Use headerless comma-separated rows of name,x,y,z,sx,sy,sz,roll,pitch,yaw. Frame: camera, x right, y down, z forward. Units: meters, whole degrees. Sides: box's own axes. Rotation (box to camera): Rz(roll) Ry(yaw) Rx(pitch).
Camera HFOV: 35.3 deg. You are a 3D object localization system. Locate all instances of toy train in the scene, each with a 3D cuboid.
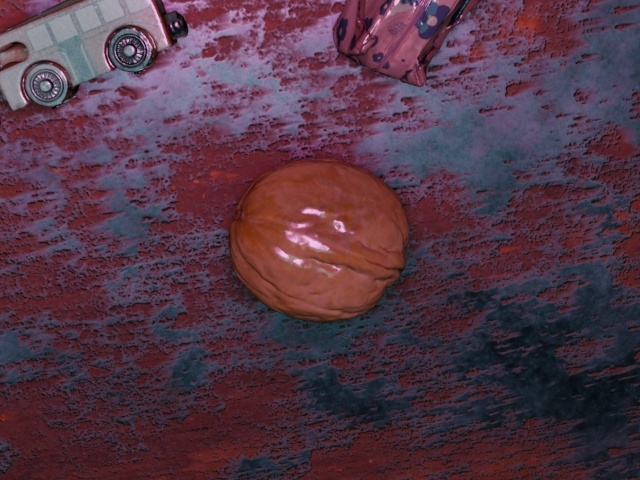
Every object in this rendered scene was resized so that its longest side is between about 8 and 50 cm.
toy train,-0.383,-0.325,1.657,0.326,0.129,0.159,-21,106,4

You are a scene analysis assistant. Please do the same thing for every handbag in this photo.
handbag,0.146,-0.381,1.649,0.190,0.193,0.251,25,107,-10

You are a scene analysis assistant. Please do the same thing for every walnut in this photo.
walnut,0.000,0.000,1.751,0.313,0.277,0.252,20,147,-7
